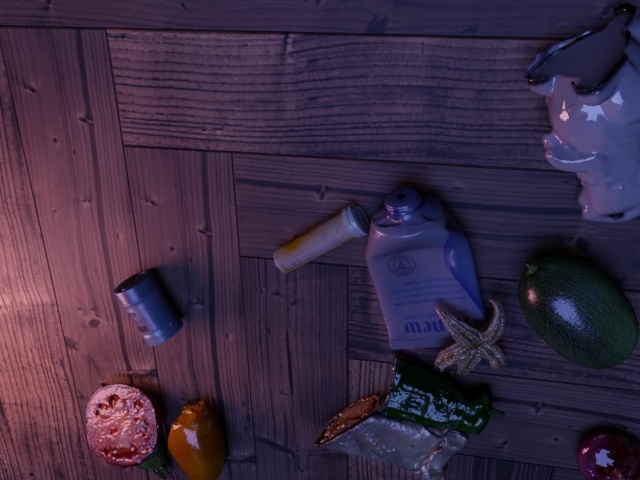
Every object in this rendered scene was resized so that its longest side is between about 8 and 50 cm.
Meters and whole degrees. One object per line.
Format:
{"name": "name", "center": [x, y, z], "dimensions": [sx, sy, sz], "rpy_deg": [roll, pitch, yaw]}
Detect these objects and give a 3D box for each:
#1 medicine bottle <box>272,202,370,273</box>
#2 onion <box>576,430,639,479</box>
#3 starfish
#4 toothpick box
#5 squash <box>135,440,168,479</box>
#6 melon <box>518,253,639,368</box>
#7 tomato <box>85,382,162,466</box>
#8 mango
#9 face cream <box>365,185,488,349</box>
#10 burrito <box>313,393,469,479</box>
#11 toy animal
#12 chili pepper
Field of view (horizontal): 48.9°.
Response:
{"name": "medicine bottle", "center": [0.000, 0.000, 1.506], "dimensions": [0.218, 0.074, 0.074], "rpy_deg": [-29, 107, 27]}
{"name": "onion", "center": [0.653, 0.509, 1.566], "dimensions": [0.150, 0.140, 0.150], "rpy_deg": [3, 116, 7]}
{"name": "starfish", "center": [0.323, 0.215, 1.505], "dimensions": [0.216, 0.071, 0.238], "rpy_deg": [18, 126, -20]}
{"name": "toothpick box", "center": [-0.407, 0.159, 1.665], "dimensions": [0.101, 0.101, 0.153], "rpy_deg": [-18, 111, 21]}
{"name": "squash", "center": [-0.453, 0.593, 1.918], "dimensions": [0.105, 0.105, 0.132], "rpy_deg": [-11, 134, 18]}
{"name": "melon", "center": [0.501, 0.133, 1.389], "dimensions": [0.287, 0.182, 0.182], "rpy_deg": [44, 118, -13]}
{"name": "tomato", "center": [-0.502, 0.473, 1.840], "dimensions": [0.225, 0.085, 0.225], "rpy_deg": [0, 91, 20]}
{"name": "mango", "center": [-0.318, 0.536, 1.824], "dimensions": [0.154, 0.126, 0.252], "rpy_deg": [9, 120, 22]}
{"name": "face cream", "center": [0.216, 0.071, 1.483], "dimensions": [0.235, 0.137, 0.420], "rpy_deg": [-9, 125, 16]}
{"name": "burrito", "center": [0.170, 0.460, 1.682], "dimensions": [0.347, 0.107, 0.175], "rpy_deg": [15, 103, 3]}
{"name": "toy animal", "center": [0.516, -0.192, 1.238], "dimensions": [0.258, 0.194, 0.357], "rpy_deg": [-37, 121, 2]}
{"name": "chili pepper", "center": [0.285, 0.366, 1.604], "dimensions": [0.270, 0.136, 0.099], "rpy_deg": [15, 164, 2]}
